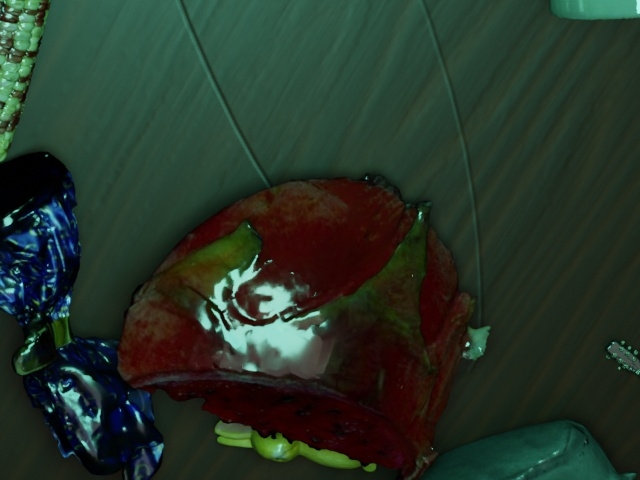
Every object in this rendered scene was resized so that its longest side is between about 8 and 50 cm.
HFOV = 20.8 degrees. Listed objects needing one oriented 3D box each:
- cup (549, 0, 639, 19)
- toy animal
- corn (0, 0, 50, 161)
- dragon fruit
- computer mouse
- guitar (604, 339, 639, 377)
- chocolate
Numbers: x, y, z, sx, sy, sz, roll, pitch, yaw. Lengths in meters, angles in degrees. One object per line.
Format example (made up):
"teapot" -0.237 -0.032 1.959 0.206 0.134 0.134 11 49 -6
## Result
"cup" 0.249 -0.320 1.542 0.258 0.186 0.234 -3 104 23
"toy animal" -0.026 0.197 1.735 0.159 0.070 0.083 -5 104 1
"corn" -0.294 -0.170 1.555 0.086 0.086 0.253 13 108 -12
"dragon fruit" 0.003 0.068 1.624 0.343 0.100 0.282 19 89 -17
"computer mouse" 0.145 0.302 1.765 0.370 0.122 0.188 -24 118 -7
"guitar" 0.379 0.174 1.800 0.233 0.025 0.088 38 101 -17
"chocolate" -0.244 0.096 1.637 0.126 0.148 0.343 -9 115 25
